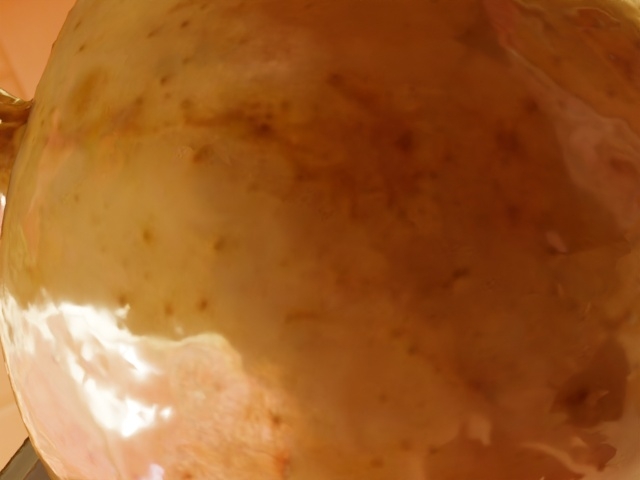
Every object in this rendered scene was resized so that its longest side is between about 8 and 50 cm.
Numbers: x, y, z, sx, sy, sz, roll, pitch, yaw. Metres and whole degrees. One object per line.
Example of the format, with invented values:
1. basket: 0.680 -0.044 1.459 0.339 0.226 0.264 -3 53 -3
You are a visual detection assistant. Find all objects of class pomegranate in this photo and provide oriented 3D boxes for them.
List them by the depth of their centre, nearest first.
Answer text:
1. pomegranate: 0.000 0.000 0.932 0.410 0.410 0.410 -24 -176 2

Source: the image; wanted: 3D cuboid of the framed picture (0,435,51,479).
1. framed picture: -0.147 0.217 1.125 0.019 0.232 0.296 4 -140 32
